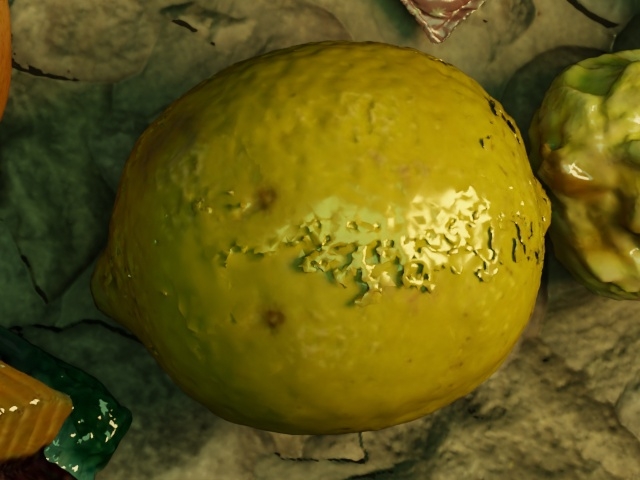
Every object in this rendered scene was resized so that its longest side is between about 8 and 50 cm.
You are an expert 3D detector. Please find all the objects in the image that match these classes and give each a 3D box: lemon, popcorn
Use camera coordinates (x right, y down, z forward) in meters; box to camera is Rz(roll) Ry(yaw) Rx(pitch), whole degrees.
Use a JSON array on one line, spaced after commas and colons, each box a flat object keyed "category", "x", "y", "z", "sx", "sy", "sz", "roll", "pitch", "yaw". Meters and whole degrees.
[{"category": "lemon", "x": 0.000, "y": 0.000, "z": 1.302, "sx": 0.310, "sy": 0.258, "sz": 0.258, "roll": -9, "pitch": 90, "yaw": 1}, {"category": "popcorn", "x": 0.231, "y": -0.048, "z": 1.372, "sx": 0.167, "sy": 0.187, "sz": 0.185, "roll": -30, "pitch": 89, "yaw": -11}]

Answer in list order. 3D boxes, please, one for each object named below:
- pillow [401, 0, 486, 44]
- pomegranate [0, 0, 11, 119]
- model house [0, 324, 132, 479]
[{"category": "pillow", "x": 0.061, "y": -0.238, "z": 1.424, "sx": 0.118, "sy": 0.043, "sz": 0.185, "roll": -43, "pitch": 98, "yaw": -14}, {"category": "pomegranate", "x": -0.343, "y": -0.112, "z": 1.217, "sx": 0.319, "sy": 0.319, "sz": 0.319, "roll": 0, "pitch": 89, "yaw": -9}, {"category": "model house", "x": -0.273, "y": 0.144, "z": 1.260, "sx": 0.280, "sy": 0.249, "sz": 0.230, "roll": 29, "pitch": 84, "yaw": -7}]
